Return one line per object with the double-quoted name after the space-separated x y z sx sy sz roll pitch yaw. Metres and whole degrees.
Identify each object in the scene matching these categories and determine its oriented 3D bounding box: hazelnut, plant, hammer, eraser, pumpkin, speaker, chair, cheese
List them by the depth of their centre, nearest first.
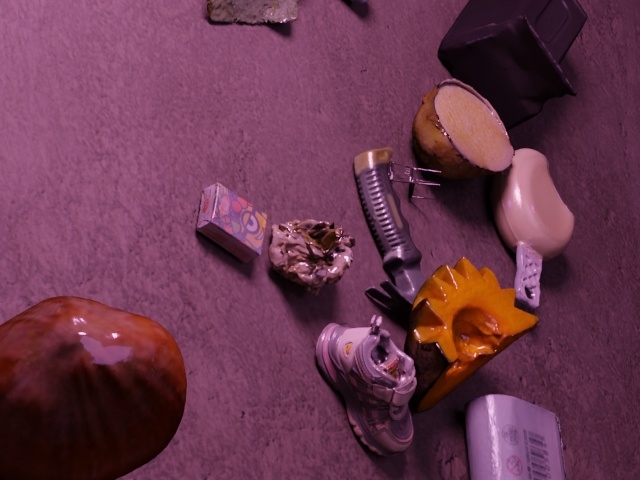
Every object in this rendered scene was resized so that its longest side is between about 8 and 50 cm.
-0.229 0.130 1.380 0.210 0.210 0.186 40 4 -30 "hazelnut"
0.000 0.000 1.807 0.104 0.122 0.116 48 45 -4 "plant"
0.152 0.123 1.932 0.130 0.149 0.254 50 33 14 "pumpkin"
0.264 0.332 1.969 0.174 0.081 0.227 28 49 -44 "eraser"
0.096 -0.012 1.992 0.159 0.041 0.226 -6 76 -54 "hammer"
0.122 -0.082 2.075 0.086 0.042 0.037 11 56 -5 "chair"
0.300 -0.023 2.228 0.163 0.071 0.249 52 39 -17 "cheese"
0.333 -0.326 2.349 0.180 0.184 0.388 53 37 -15 "speaker"

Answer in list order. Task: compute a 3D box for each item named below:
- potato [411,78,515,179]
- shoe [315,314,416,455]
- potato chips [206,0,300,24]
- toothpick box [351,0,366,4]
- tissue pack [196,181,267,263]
0.196 -0.144 2.163 0.200 0.081 0.164 -15 74 -56 "potato"
0.075 0.170 1.817 0.180 0.092 0.089 60 37 -8 "shoe"
-0.083 -0.350 1.955 0.167 0.059 0.228 52 36 -35 "potato chips"
0.038 -0.377 2.122 0.083 0.052 0.052 40 43 -32 "toothpick box"
-0.104 -0.021 1.755 0.083 0.035 0.063 35 46 -32 "tissue pack"
